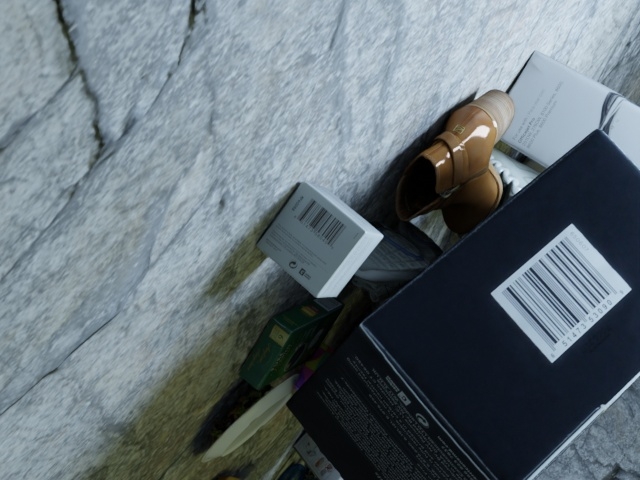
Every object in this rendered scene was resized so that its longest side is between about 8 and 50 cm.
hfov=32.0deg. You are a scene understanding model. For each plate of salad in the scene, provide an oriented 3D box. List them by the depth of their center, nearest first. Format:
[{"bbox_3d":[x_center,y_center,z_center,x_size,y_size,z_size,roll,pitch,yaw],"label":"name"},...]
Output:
[{"bbox_3d":[-0.112,0.264,1.705,0.200,0.048,0.200,-40,169,-10],"label":"plate of salad"}]

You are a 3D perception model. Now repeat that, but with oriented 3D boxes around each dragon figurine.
[{"bbox_3d":[-0.049,0.540,2.418,0.289,0.085,0.144,-42,162,-33],"label":"dragon figurine"}]

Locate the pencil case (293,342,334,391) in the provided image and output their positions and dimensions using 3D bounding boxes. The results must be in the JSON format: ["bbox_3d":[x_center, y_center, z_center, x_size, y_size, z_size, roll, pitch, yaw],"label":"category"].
[{"bbox_3d":[0.066,0.266,1.876,0.104,0.236,0.104,-59,171,-16],"label":"pencil case"}]

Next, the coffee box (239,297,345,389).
[{"bbox_3d":[-0.040,0.145,1.653,0.113,0.040,0.184,-59,163,23],"label":"coffee box"}]

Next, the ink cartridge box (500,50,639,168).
[{"bbox_3d":[0.514,-0.151,1.909,0.166,0.395,0.285,-60,163,13],"label":"ink cartridge box"}]

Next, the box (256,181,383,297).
[{"bbox_3d":[0.000,0.000,1.332,0.102,0.101,0.087,-53,165,9],"label":"box"}]

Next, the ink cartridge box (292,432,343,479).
[{"bbox_3d":[0.138,0.360,2.330,0.309,0.130,0.272,-50,156,20],"label":"ink cartridge box"}]

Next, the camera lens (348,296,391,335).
[{"bbox_3d":[0.137,0.241,2.034,0.274,0.219,0.219,-57,164,16],"label":"camera lens"}]

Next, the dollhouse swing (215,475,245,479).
[{"bbox_3d":[-0.202,0.625,1.993,0.315,0.305,0.347,-25,147,27],"label":"dollhouse swing"}]

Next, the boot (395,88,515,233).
[{"bbox_3d":[0.196,-0.076,1.697,0.220,0.109,0.283,-41,159,-39],"label":"boot"}]

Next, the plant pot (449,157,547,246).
[{"bbox_3d":[0.438,-0.010,2.228,0.305,0.334,0.334,-30,155,-30],"label":"plant pot"}]

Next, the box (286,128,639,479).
[{"bbox_3d":[0.254,0.155,1.637,0.480,0.297,0.472,-37,171,-23],"label":"box"}]

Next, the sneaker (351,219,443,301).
[{"bbox_3d":[0.103,0.045,1.725,0.129,0.111,0.297,-51,165,14],"label":"sneaker"}]

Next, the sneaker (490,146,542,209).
[{"bbox_3d":[0.371,-0.064,1.878,0.118,0.292,0.110,-35,158,-25],"label":"sneaker"}]
